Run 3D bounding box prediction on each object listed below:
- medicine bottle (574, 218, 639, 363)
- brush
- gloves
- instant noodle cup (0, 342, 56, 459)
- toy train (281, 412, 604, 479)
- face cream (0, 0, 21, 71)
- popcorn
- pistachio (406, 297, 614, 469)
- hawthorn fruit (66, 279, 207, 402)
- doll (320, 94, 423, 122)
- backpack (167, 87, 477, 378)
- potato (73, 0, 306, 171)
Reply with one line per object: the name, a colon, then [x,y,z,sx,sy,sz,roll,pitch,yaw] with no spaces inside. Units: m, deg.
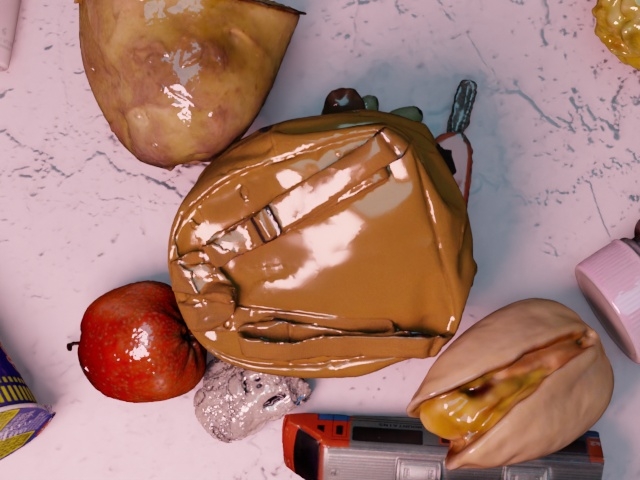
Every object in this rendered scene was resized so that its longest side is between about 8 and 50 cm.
medicine bottle: [0.475,0.023,1.746,0.273,0.165,0.165,-33,85,0]
brush: [0.165,-0.056,1.822,0.070,0.051,0.323,13,88,9]
gloves: [-0.094,0.192,1.791,0.153,0.070,0.114,-27,84,-1]
instant noodle cup: [-0.525,0.139,1.727,0.284,0.284,0.312,-28,76,-1]
toy train: [0.153,0.282,1.755,0.409,0.089,0.086,3,119,0]
face cream: [-0.438,-0.405,1.843,0.102,0.102,0.346,9,84,2]
popcorn: [0.453,-0.322,1.771,0.235,0.181,0.217,34,85,0]
pistachio: [0.239,0.180,1.698,0.299,0.187,0.187,-21,83,-36]
hawthorn fruit: [-0.246,0.133,1.770,0.194,0.157,0.157,-5,84,19]
doll: [0.070,-0.135,1.823,0.150,0.077,0.115,-8,82,-15]
backpack: [-0.001,0.000,1.702,0.378,0.201,0.354,-7,103,6]
potato: [-0.193,-0.220,1.760,0.300,0.289,0.237,13,103,-14]
